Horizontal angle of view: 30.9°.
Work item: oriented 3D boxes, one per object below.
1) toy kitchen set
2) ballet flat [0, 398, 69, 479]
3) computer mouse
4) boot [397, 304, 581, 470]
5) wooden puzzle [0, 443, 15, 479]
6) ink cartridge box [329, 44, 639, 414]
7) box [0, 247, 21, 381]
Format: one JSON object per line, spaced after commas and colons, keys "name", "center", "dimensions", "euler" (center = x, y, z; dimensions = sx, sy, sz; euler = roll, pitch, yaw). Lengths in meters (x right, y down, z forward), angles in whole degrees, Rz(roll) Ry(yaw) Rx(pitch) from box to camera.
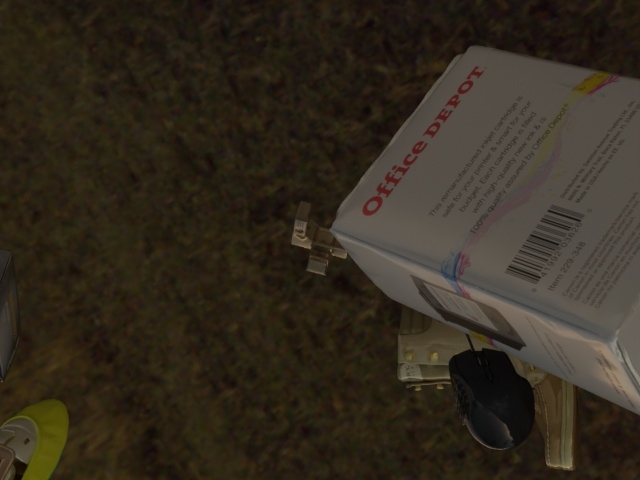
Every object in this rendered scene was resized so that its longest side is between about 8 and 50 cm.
{"name": "toy kitchen set", "center": [0.000, 0.000, 1.669], "dimensions": [0.083, 0.068, 0.075], "euler": [15, 150, 2]}
{"name": "ballet flat", "center": [-0.324, 0.245, 1.169], "dimensions": [0.077, 0.231, 0.077], "euler": [1, 141, 26]}
{"name": "computer mouse", "center": [0.144, 0.092, 1.076], "dimensions": [0.242, 0.071, 0.041], "euler": [-104, 5, -47]}
{"name": "boot", "center": [0.192, 0.159, 1.345], "dimensions": [0.095, 0.203, 0.262], "euler": [78, -172, -46]}
{"name": "wooden puzzle", "center": [-0.301, 0.197, 0.973], "dimensions": [0.116, 0.079, 0.014], "euler": [15, 168, 10]}
{"name": "ink cartridge box", "center": [0.195, -0.020, 0.947], "dimensions": [0.306, 0.226, 0.131], "euler": [24, 160, 48]}
{"name": "box", "center": [-0.391, 0.044, 1.037], "dimensions": [0.231, 0.056, 0.183], "euler": [14, 150, -4]}
